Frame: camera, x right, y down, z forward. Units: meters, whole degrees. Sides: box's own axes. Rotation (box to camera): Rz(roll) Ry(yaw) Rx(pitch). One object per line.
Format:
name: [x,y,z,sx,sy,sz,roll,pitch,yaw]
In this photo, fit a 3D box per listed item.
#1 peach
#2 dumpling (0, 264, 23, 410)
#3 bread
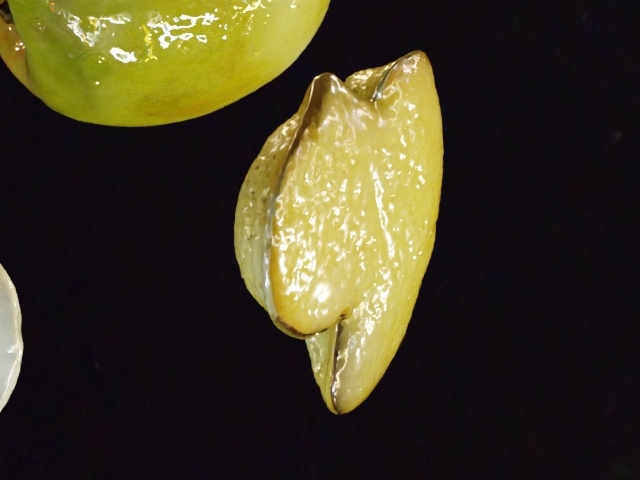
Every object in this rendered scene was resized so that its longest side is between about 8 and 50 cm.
peach: [-0.144,-0.246,1.499,0.316,0.314,0.281,-13,-108,-24]
dumpling: [-0.359,0.057,1.396,0.243,0.318,0.187,23,-157,20]
bread: [0.000,0.000,0.842,0.065,0.187,0.149,18,-148,27]
